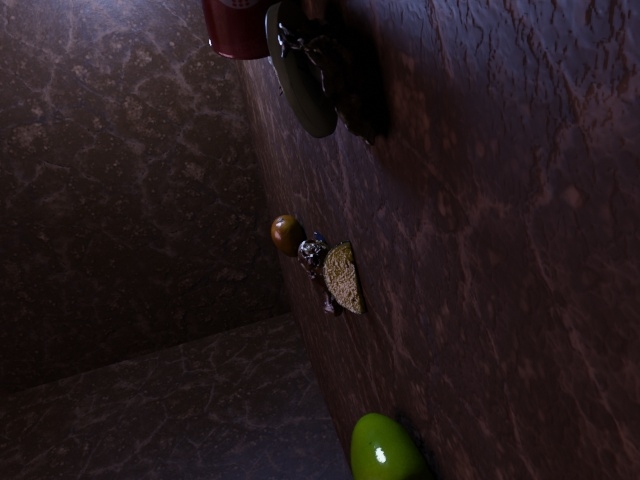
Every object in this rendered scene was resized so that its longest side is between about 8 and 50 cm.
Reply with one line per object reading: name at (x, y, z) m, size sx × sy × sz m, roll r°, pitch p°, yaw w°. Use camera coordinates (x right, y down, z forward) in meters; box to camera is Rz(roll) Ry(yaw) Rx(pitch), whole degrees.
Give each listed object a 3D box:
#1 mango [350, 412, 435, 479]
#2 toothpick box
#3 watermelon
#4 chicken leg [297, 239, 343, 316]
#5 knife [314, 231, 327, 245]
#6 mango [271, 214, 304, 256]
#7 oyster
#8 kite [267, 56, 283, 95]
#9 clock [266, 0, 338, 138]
mango at (0.144, 0.491, 1.166) m, size 0.343 × 0.156 × 0.192 m, roll -126°, pitch 30°, yaw -76°
toothpick box at (-0.164, -0.573, 1.112) m, size 0.333 × 0.204 × 0.204 m, roll 84°, pitch 168°, yaw -48°
watermelon at (0.049, 0.091, 1.329) m, size 0.092 × 0.075 × 0.182 m, roll -155°, pitch 52°, yaw -74°
chicken leg at (0.008, 0.113, 1.619) m, size 0.107 × 0.087 × 0.252 m, roll 7°, pitch 121°, yaw 61°
knife at (0.000, 0.000, 1.684) m, size 0.121 × 0.018 × 0.031 m, roll -122°, pitch 21°, yaw -68°
mango at (-0.126, -0.016, 2.125) m, size 0.221 × 0.120 × 0.152 m, roll 77°, pitch 174°, yaw -73°
oyster at (0.027, -0.250, 0.833) m, size 0.223 × 0.083 × 0.214 m, roll 53°, pitch -162°, yaw -13°
kite at (-0.145, -0.544, 1.678) m, size 0.127 × 0.016 × 0.229 m, roll 85°, pitch 170°, yaw -63°
clock at (-0.028, -0.292, 0.934) m, size 0.235 × 0.029 × 0.235 m, roll -14°, pitch -90°, yaw -68°
